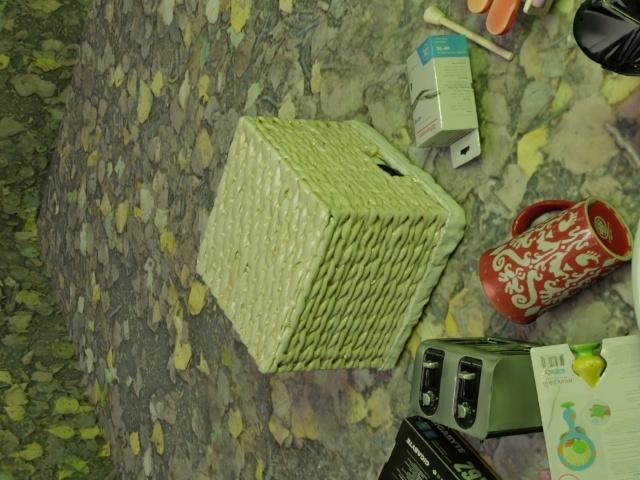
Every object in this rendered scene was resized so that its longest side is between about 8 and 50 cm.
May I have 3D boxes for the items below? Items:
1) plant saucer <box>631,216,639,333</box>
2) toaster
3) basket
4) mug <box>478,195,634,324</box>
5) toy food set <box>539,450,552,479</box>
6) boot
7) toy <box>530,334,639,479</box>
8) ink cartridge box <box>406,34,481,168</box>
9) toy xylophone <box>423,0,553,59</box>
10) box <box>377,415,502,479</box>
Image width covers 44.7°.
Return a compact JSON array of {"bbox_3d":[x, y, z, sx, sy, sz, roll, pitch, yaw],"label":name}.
[{"bbox_3d":[0.496,0.040,0.727,0.400,0.100,0.401,1,91,55],"label":"plant saucer"},{"bbox_3d":[0.237,0.195,1.041,0.168,0.185,0.110,5,92,62],"label":"toaster"},{"bbox_3d":[0.000,0.000,1.279,0.328,0.266,0.331,50,127,42],"label":"basket"},{"bbox_3d":[0.296,0.007,0.999,0.169,0.113,0.150,-39,62,44],"label":"mug"},{"bbox_3d":[0.324,0.347,1.047,0.078,0.019,0.122,27,120,51],"label":"toy food set"},{"bbox_3d":[0.342,-0.238,0.841,0.246,0.207,0.094,47,127,44],"label":"boot"},{"bbox_3d":[0.342,0.242,0.959,0.056,0.136,0.237,51,-149,-84],"label":"toy"},{"bbox_3d":[0.182,-0.204,1.163,0.104,0.060,0.180,149,116,-74],"label":"ink cartridge box"},{"bbox_3d":[0.231,-0.395,1.099,0.322,0.081,0.236,40,123,47],"label":"toy xylophone"},{"bbox_3d":[0.202,0.460,1.169,0.322,0.079,0.257,44,127,44],"label":"box"}]
